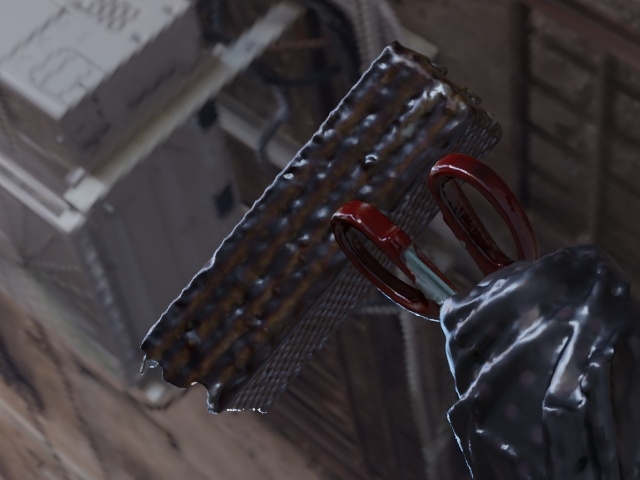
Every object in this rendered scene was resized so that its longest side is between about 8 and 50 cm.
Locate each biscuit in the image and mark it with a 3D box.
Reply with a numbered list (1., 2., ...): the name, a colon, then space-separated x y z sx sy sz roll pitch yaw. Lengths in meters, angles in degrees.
1. biscuit: 0.000 0.000 0.976 0.252 0.070 0.106 -49 -14 7

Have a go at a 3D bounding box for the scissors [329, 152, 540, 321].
1. scissors: 0.112 0.066 0.835 0.017 0.247 0.144 -45 10 -28

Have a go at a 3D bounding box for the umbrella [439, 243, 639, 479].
1. umbrella: 0.130 0.154 0.534 0.094 0.326 0.090 -23 -6 -17
